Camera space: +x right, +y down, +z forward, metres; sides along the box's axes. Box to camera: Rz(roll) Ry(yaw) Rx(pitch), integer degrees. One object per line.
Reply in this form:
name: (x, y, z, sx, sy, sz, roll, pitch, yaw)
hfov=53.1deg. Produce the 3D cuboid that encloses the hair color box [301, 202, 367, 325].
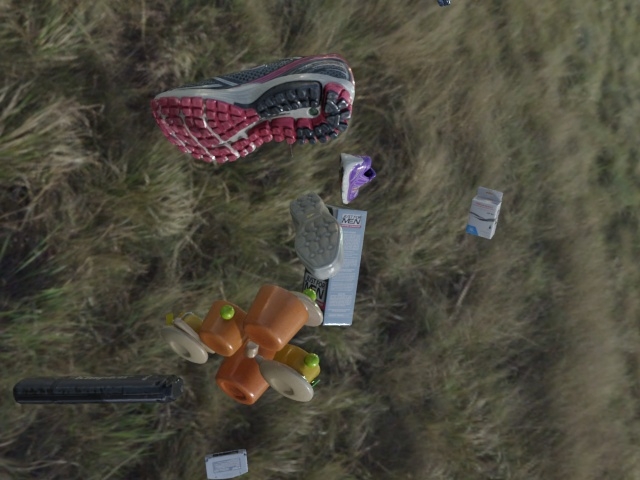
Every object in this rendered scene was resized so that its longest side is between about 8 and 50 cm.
hair color box: (0.038, 0.073, 2.101, 0.113, 0.185, 0.375, 4, 97, -27)

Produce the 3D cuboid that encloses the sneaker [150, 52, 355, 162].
sneaker: (-0.095, -0.190, 0.903, 0.121, 0.298, 0.112, 72, 22, -47)

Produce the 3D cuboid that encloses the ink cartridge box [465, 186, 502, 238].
ink cartridge box: (0.298, -0.051, 1.165, 0.028, 0.048, 0.083, -35, 136, -54)

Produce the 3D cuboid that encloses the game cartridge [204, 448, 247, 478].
game cartridge: (-0.190, 0.455, 1.296, 0.083, 0.017, 0.056, -5, 105, -10)

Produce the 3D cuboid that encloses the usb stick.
usb stick: (-0.366, 0.245, 1.053, 0.077, 0.277, 0.045, 37, 51, -79)

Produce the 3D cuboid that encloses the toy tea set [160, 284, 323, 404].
toy tea set: (-0.086, 0.137, 0.942, 0.200, 0.336, 0.124, 47, 55, -18)

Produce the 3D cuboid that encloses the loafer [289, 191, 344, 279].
loafer: (0.000, 0.000, 1.392, 0.319, 0.111, 0.112, -103, 170, -62)

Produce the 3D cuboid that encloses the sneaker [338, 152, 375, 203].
sneaker: (0.073, -0.120, 1.269, 0.170, 0.071, 0.069, 90, -4, -76)

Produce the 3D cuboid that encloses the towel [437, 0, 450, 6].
towel: (0.218, -0.484, 1.200, 0.067, 0.029, 0.119, 64, 18, 4)
